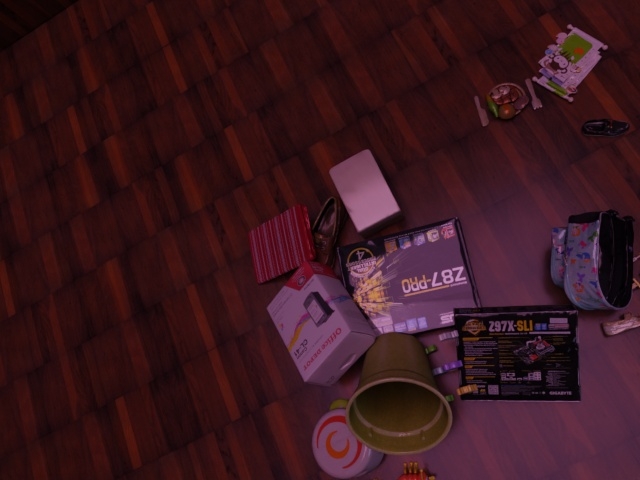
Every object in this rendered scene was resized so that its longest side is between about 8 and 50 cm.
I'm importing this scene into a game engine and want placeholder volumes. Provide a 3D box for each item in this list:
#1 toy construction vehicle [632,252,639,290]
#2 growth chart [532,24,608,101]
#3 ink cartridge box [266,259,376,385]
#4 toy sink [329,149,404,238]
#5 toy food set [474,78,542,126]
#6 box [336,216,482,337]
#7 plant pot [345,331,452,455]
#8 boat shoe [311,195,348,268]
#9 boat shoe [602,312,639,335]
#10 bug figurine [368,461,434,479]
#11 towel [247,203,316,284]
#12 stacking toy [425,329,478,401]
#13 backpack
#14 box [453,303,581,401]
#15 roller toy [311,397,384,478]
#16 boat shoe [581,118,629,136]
[{"bbox_3d":[0.881,0.091,1.548,0.098,0.035,0.086,-33,69,7],"label":"toy construction vehicle"},{"bbox_3d":[0.789,-0.569,1.761,0.172,0.021,0.237,35,88,23],"label":"growth chart"},{"bbox_3d":[-0.006,0.244,1.666,0.226,0.131,0.306,-51,46,18],"label":"ink cartridge box"},{"bbox_3d":[0.151,-0.148,1.794,0.152,0.131,0.234,-28,74,9],"label":"toy sink"},{"bbox_3d":[0.600,-0.453,1.780,0.191,0.038,0.133,-18,71,13],"label":"toy food set"},{"bbox_3d":[0.270,0.131,1.701,0.394,0.097,0.319,-13,76,13],"label":"box"},{"bbox_3d":[0.212,0.402,1.538,0.275,0.254,0.276,2,119,4],"label":"plant pot"},{"bbox_3d":[0.000,0.000,1.816,0.110,0.104,0.308,12,80,19],"label":"boat shoe"},{"bbox_3d":[0.845,0.221,1.517,0.135,0.050,0.045,-23,75,11],"label":"boat shoe"},{"bbox_3d":[0.234,0.781,1.553,0.216,0.072,0.279,-14,72,14],"label":"bug figurine"},{"bbox_3d":[-0.132,0.015,1.843,0.274,0.031,0.199,-26,68,36],"label":"towel"},{"bbox_3d":[0.352,0.363,1.557,0.052,0.221,0.167,-9,68,-16],"label":"stacking toy"},{"bbox_3d":[0.742,0.064,1.496,0.191,0.225,0.254,-16,69,49],"label":"backpack"},{"bbox_3d":[0.540,0.312,1.526,0.321,0.079,0.258,-5,96,16],"label":"box"},{"bbox_3d":[0.084,0.591,1.611,0.191,0.146,0.210,29,89,32],"label":"roller toy"},{"bbox_3d":[0.862,-0.342,1.667,0.132,0.042,0.049,1,74,16],"label":"boat shoe"}]
